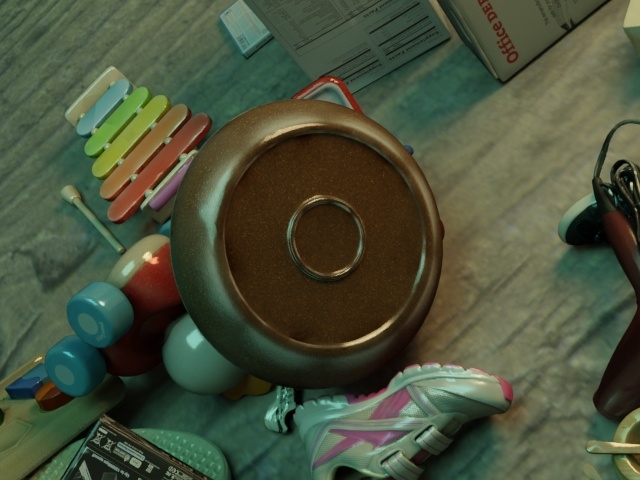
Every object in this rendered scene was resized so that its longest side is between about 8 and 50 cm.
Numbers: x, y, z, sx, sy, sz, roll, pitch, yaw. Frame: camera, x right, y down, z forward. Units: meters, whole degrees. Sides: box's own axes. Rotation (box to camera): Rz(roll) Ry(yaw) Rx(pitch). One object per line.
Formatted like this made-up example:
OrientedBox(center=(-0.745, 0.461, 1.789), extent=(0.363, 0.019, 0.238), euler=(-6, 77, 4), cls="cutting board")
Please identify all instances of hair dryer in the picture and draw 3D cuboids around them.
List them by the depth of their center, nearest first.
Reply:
OrientedBox(center=(0.324, 0.038, 0.959), extent=(0.223, 0.080, 0.294), euler=(-138, 59, -75), cls="hair dryer")

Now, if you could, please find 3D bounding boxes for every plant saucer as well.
OrientedBox(center=(0.000, 0.000, 1.048), extent=(0.311, 0.310, 0.050), euler=(-64, 17, -15), cls="plant saucer")

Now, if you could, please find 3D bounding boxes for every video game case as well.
OrientedBox(center=(-0.075, -0.371, 1.573), extent=(0.166, 0.015, 0.119), euler=(-37, 48, 8), cls="video game case")

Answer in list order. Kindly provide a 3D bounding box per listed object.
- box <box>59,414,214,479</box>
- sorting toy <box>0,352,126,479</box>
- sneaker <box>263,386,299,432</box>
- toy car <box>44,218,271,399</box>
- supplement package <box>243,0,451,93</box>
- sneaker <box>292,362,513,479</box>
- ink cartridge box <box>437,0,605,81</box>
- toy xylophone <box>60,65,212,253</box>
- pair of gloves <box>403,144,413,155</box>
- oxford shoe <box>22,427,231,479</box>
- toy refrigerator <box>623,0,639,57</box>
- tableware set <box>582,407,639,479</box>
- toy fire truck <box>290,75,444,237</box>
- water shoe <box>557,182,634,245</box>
OrientedBox(center=(-0.155, 0.358, 1.010), extent=(0.307, 0.076, 0.242), euler=(31, 80, -4), cls="box")
OrientedBox(center=(-0.423, 0.249, 1.284), extent=(0.307, 0.041, 0.229), euler=(-38, 28, -31), cls="sorting toy")
OrientedBox(center=(-0.036, 0.190, 1.196), extent=(0.036, 0.032, 0.083), euler=(15, 76, 24), cls="sneaker")
OrientedBox(center=(-0.170, 0.129, 1.241), extent=(0.219, 0.238, 0.210), euler=(-44, -9, -49), cls="toy car")
OrientedBox(center=(0.014, -0.366, 1.345), extent=(0.198, 0.262, 0.199), euler=(-28, 50, 16), cls="supplement package")
OrientedBox(center=(0.090, 0.208, 1.062), extent=(0.252, 0.103, 0.111), euler=(-23, 56, 27), cls="sneaker")
OrientedBox(center=(0.266, -0.359, 1.223), extent=(0.273, 0.197, 0.114), euler=(-39, 47, 6), cls="ink cartridge box")
OrientedBox(center=(-0.289, -0.120, 1.512), extent=(0.322, 0.081, 0.236), euler=(33, 83, 42), cls="toy xylophone")
OrientedBox(center=(0.012, -0.092, 1.261), extent=(0.198, 0.159, 0.023), euler=(-13, 85, 26), cls="pair of gloves")
OrientedBox(center=(-0.315, 0.353, 1.219), extent=(0.449, 0.130, 0.169), euler=(-21, 39, 3), cls="oxford shoe")
OrientedBox(center=(0.446, -0.332, 1.163), extent=(0.102, 0.094, 0.270), euler=(3, 63, 41), cls="toy refrigerator")
OrientedBox(center=(0.306, 0.205, 0.804), extent=(0.128, 0.039, 0.194), euler=(-42, 47, 4), cls="tableware set")
OrientedBox(center=(-0.001, -0.001, 1.141), extent=(0.253, 0.302, 0.169), euler=(-34, 6, 6), cls="toy fire truck")
OrientedBox(center=(0.348, -0.020, 1.045), extent=(0.203, 0.073, 0.080), euler=(-19, 56, 23), cls="water shoe")
